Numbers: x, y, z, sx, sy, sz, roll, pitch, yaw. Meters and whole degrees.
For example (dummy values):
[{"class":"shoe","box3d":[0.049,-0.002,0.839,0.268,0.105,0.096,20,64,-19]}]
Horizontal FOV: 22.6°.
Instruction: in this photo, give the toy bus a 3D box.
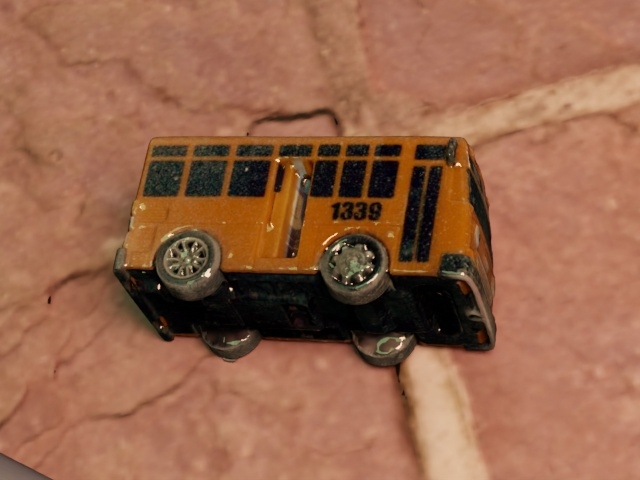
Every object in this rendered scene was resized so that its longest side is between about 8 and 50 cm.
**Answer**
[{"class":"toy bus","box3d":[0.000,0.000,0.812,0.182,0.091,0.103,1,61,17]}]

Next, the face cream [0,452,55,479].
[{"class":"face cream","box3d":[-0.024,0.197,0.709,0.385,0.086,0.136,24,71,20]}]
